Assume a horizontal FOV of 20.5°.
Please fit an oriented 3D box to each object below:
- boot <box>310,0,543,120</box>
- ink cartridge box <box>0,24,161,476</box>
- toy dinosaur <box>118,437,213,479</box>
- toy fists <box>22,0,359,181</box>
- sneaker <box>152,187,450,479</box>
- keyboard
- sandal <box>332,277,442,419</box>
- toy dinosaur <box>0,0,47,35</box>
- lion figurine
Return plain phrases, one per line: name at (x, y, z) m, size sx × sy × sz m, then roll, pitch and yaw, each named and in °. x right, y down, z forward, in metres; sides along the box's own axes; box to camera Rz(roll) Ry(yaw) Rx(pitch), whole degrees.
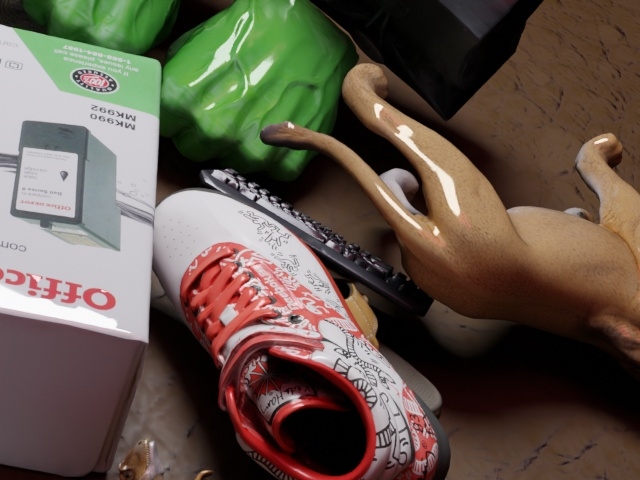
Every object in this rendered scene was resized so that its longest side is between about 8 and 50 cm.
boot at (-0.031, -0.267, 1.447) m, size 0.445 × 0.146 × 0.367 m, roll 35°, pitch -4°, yaw 4°
ink cartridge box at (-0.213, -0.010, 1.115) m, size 0.211 × 0.121 × 0.289 m, roll 11°, pitch 38°, yaw -13°
toy dinosaur at (-0.056, 0.199, 1.001) m, size 0.112 × 0.064 × 0.211 m, roll -20°, pitch 44°, yaw -8°
toy fists at (-0.109, -0.153, 1.319) m, size 0.279 × 0.096 × 0.142 m, roll 39°, pitch 61°, yaw -11°
sneaker at (-0.034, 0.056, 1.089) m, size 0.270 × 0.090 × 0.145 m, roll 48°, pitch 9°, yaw 19°
keyboard at (0.000, 0.000, 1.250) m, size 0.180 × 0.023 × 0.108 m, roll 32°, pitch 1°, yaw 7°
sandal at (-0.001, 0.048, 1.200) m, size 0.090 × 0.060 × 0.219 m, roll -13°, pitch 49°, yaw -37°
toy dinosaur at (-0.241, -0.227, 1.385) m, size 0.313 × 0.160 × 0.121 m, roll 16°, pitch 4°, yaw -27°
lion figurine at (0.161, 0.013, 1.250) m, size 0.392 × 0.142 × 0.240 m, roll 6°, pitch 37°, yaw -23°
